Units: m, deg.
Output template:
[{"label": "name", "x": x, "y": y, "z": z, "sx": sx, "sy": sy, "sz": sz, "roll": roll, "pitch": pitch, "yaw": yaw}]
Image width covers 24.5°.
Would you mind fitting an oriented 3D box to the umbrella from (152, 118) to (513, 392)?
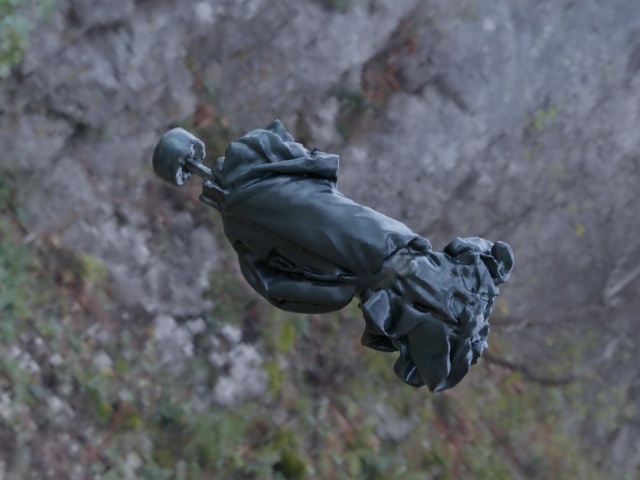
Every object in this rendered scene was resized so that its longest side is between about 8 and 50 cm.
[{"label": "umbrella", "x": 0.002, "y": -0.001, "z": 1.295, "sx": 0.349, "sy": 0.143, "sz": 0.094, "roll": 28, "pitch": -10, "yaw": 20}]
